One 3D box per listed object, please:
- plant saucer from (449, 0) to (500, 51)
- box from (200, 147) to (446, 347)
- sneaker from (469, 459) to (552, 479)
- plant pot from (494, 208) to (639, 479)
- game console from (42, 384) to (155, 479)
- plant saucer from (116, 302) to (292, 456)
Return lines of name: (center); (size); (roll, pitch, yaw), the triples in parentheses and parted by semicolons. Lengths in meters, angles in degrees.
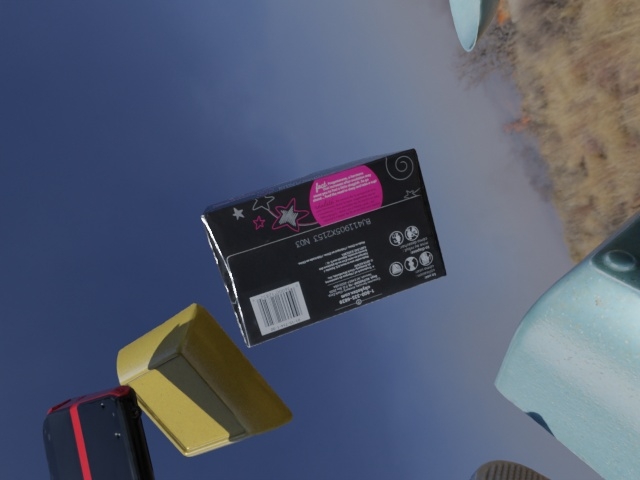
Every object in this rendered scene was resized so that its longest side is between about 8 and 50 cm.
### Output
plant saucer: (0.147, -0.287, 0.415); (0.195, 0.037, 0.195); (-11, -90, -77)
box: (0.000, 0.000, 0.543); (0.142, 0.247, 0.163); (-143, 35, -76)
sneaker: (0.396, 0.520, 0.782); (0.366, 0.150, 0.135); (26, -159, -14)
plant pot: (0.374, 0.102, 0.471); (0.247, 0.247, 0.252); (39, 155, 43)
game console: (-0.336, 0.441, 0.700); (0.060, 0.342, 0.387); (-7, -104, -52)
plant saucer: (-0.281, 0.340, 0.955); (0.333, 0.332, 0.081); (53, -148, -9)
